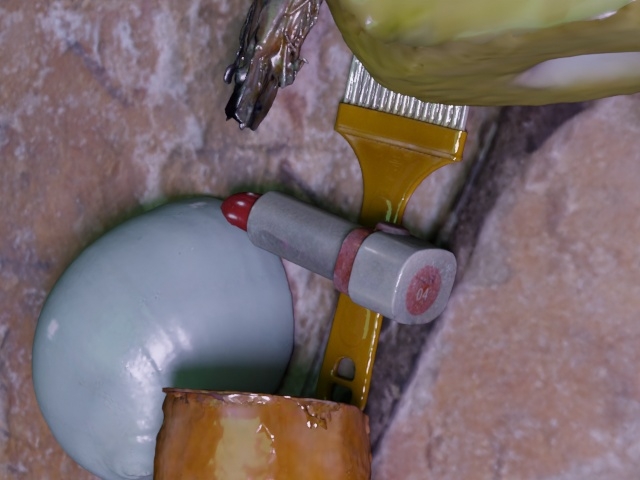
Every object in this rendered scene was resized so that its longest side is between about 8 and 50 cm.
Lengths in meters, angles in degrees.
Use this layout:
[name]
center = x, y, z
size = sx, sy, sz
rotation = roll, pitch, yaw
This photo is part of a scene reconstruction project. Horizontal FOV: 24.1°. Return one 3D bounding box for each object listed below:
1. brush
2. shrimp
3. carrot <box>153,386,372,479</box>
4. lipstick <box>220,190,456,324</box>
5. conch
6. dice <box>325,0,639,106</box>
[brush]
center = 0.039, -0.004, 1.034
size = 0.103, 0.013, 0.272
rotation = 16, 98, 33
[shrimp]
center = 0.013, -0.165, 1.026
size = 0.152, 0.046, 0.219
rotation = 25, 90, 38
[carrot]
center = -0.046, 0.229, 0.993
size = 0.196, 0.196, 0.254
rotation = -5, 79, 33
[lipstick]
center = 0.000, -0.001, 1.019
size = 0.186, 0.063, 0.057
rotation = 24, 103, 37
[conch]
center = -0.115, 0.074, 1.085
size = 0.185, 0.121, 0.221
rotation = 20, 95, 2
[dice]
center = 0.141, -0.207, 0.846
size = 0.238, 0.227, 0.233
rotation = -8, 84, 32
